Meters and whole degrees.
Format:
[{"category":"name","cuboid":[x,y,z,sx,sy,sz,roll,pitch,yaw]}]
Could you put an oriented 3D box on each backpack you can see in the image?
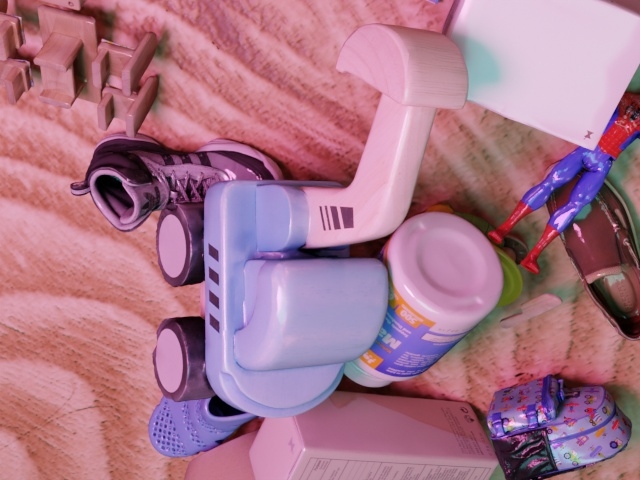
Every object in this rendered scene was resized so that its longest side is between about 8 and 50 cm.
[{"category":"backpack","cuboid":[0.329,0.251,1.331,0.173,0.158,0.117,-20,95,23]}]

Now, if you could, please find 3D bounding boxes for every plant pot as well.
[{"category":"plant pot","cuboid":[-0.100,0.394,1.461,0.284,0.284,0.191,-30,76,24]}]

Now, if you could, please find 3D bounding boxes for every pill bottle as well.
[{"category":"pill bottle","cuboid":[0.110,0.091,1.260,0.152,0.152,0.272,29,144,-4]}]

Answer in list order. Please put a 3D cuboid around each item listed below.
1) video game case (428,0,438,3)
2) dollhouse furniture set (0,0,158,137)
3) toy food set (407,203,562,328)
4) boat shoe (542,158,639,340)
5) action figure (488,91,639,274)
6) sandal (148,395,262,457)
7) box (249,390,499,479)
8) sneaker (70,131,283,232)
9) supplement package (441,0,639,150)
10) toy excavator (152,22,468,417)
[{"category":"video game case","cuboid":[0.084,-0.364,1.144,0.166,0.015,0.119,23,120,0]},{"category":"dollhouse furniture set","cuboid":[-0.310,-0.286,1.226,0.212,0.161,0.242,15,141,4]},{"category":"toy food set","cuboid":[0.212,0.019,1.293,0.218,0.071,0.128,36,144,-4]},{"category":"boat shoe","cuboid":[0.362,0.016,1.236,0.095,0.095,0.257,-27,109,23]},{"category":"action figure","cuboid":[0.323,-0.089,1.133,0.091,0.139,0.280,40,91,-2]},{"category":"sandal","cuboid":[-0.138,0.228,1.419,0.317,0.138,0.126,-34,84,23]},{"category":"box","cuboid":[0.073,0.304,1.360,0.311,0.121,0.148,11,123,-26]},{"category":"sneaker","cuboid":[-0.191,-0.067,1.278,0.268,0.153,0.101,8,119,8]},{"category":"supplement package","cuboid":[0.241,-0.233,1.071,0.194,0.203,0.149,22,120,0]},{"category":"toy excavator","cuboid":[0.000,0.000,1.115,0.445,0.222,0.433,1,91,56]}]
